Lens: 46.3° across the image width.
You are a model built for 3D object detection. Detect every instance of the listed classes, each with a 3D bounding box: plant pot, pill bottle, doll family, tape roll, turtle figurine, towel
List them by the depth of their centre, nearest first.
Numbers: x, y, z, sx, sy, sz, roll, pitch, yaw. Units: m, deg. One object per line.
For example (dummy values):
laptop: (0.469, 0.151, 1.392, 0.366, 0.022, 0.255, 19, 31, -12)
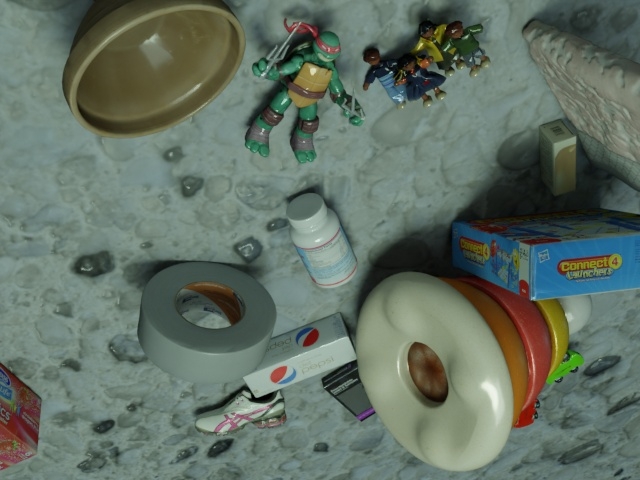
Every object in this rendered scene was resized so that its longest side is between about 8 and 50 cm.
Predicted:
plant pot: (-0.223, -0.246, 0.950, 0.237, 0.110, 0.237, -28, 161, -11)
turtle figurine: (-0.018, -0.213, 1.060, 0.175, 0.118, 0.234, 20, 137, -12)
doll family: (0.148, -0.264, 1.094, 0.193, 0.076, 0.111, -36, 134, 18)
towel: (0.459, -0.161, 1.097, 0.053, 0.332, 0.317, -43, 129, 3)
tape roll: (-0.186, 0.130, 1.223, 0.219, 0.219, 0.072, 4, 127, -19)
pill bottle: (0.000, 0.000, 1.257, 0.087, 0.087, 0.160, -23, 130, 3)

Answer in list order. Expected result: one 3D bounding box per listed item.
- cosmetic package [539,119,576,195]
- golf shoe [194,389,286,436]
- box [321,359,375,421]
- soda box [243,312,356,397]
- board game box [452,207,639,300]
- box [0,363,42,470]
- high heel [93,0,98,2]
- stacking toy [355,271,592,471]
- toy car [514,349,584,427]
cosmetic package: (0.405, -0.140, 1.276, 0.041, 0.060, 0.115, -18, 132, -1)
golf shoe: (-0.164, 0.341, 1.513, 0.186, 0.067, 0.086, -9, 103, -8)
box: (0.091, 0.310, 1.574, 0.116, 0.029, 0.162, -33, 131, 11)
soda box: (-0.044, 0.221, 1.437, 0.216, 0.069, 0.074, -21, 131, 2)
board game box: (0.418, 0.013, 1.245, 0.308, 0.302, 0.086, -5, 99, -12)
box: (-0.608, 0.279, 1.284, 0.122, 0.128, 0.257, -25, 130, 5)
high heel: (-0.286, -0.398, 0.869, 0.117, 0.082, 0.244, -32, 126, -1)
stacking toy: (0.335, 0.180, 1.387, 0.479, 0.350, 0.351, -16, 136, -36)
toy car: (0.478, 0.306, 1.665, 0.225, 0.053, 0.239, -37, 129, 14)
